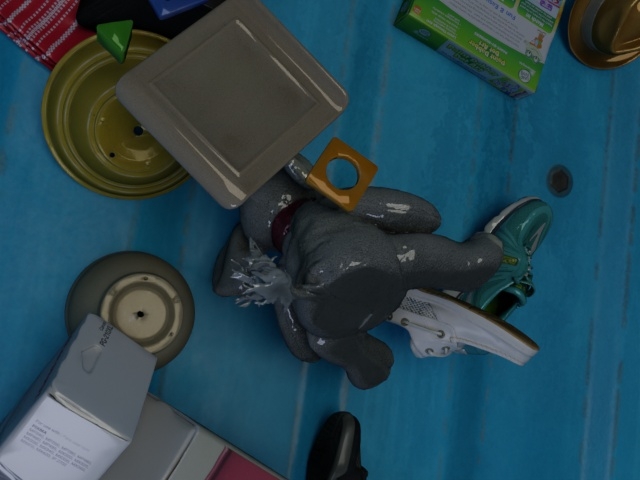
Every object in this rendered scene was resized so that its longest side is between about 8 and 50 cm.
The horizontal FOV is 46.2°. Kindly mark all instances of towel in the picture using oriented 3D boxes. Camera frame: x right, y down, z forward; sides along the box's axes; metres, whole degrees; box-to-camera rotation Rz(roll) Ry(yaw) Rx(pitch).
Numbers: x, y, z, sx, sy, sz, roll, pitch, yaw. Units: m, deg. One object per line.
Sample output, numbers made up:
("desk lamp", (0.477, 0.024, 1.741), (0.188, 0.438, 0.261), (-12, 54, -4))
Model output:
("towel", (-0.372, -0.364, 0.944), (0.275, 0.031, 0.199), (40, 72, -14))

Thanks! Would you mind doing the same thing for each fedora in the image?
("fedora", (0.505, -0.362, 1.225), (0.194, 0.079, 0.194), (-5, 122, -8))

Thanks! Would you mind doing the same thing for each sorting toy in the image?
("sorting toy", (-0.092, -0.152, 0.822), (0.348, 0.047, 0.196), (46, 69, -2))

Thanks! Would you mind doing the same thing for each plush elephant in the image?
("plush elephant", (0.000, 0.000, 0.943), (0.330, 0.255, 0.272), (17, 122, -37))

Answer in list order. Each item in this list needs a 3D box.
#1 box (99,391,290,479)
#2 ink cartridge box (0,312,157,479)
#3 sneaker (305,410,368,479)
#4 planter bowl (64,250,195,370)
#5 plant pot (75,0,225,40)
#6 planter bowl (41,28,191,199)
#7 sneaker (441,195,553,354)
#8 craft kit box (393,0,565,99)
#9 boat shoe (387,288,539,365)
("box", (-0.137, 0.294, 0.879), (0.232, 0.148, 0.127), (44, 70, -36))
("ink cartridge box", (-0.290, 0.219, 0.800), (0.100, 0.172, 0.237), (37, 105, -15))
("sneaker", (0.048, 0.348, 1.025), (0.130, 0.087, 0.228), (8, 86, -23))
("planter bowl", (-0.226, 0.091, 0.922), (0.162, 0.109, 0.162), (2, 86, -22))
("plant pot", (-0.167, -0.334, 0.926), (0.188, 0.167, 0.187), (16, 85, -33))
("planter bowl", (-0.224, -0.140, 0.909), (0.217, 0.090, 0.217), (-7, 112, -17))
("sneaker", (0.277, 0.057, 1.118), (0.107, 0.110, 0.275), (45, 73, -34))
("craft kit box", (0.268, -0.390, 1.191), (0.250, 0.061, 0.247), (26, 74, -18))
("boat shoe", (0.157, 0.118, 1.028), (0.098, 0.277, 0.096), (22, 91, -61))
